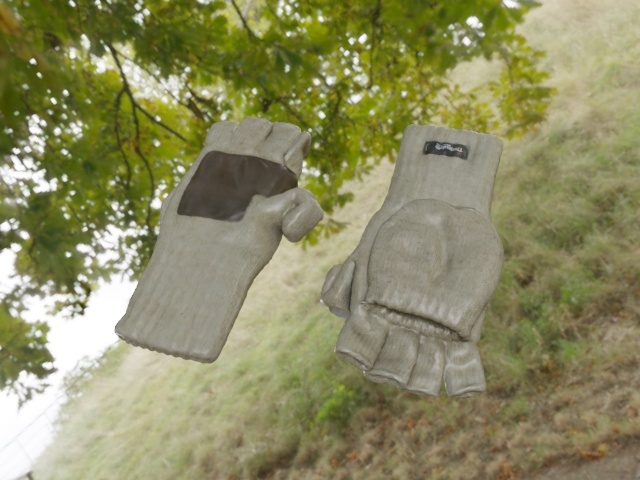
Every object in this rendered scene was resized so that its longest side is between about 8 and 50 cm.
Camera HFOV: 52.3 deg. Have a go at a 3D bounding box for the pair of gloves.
[{"bbox_3d":[0.000,0.000,0.445,0.042,0.239,0.204,82,-164,-54],"label":"pair of gloves"}]
